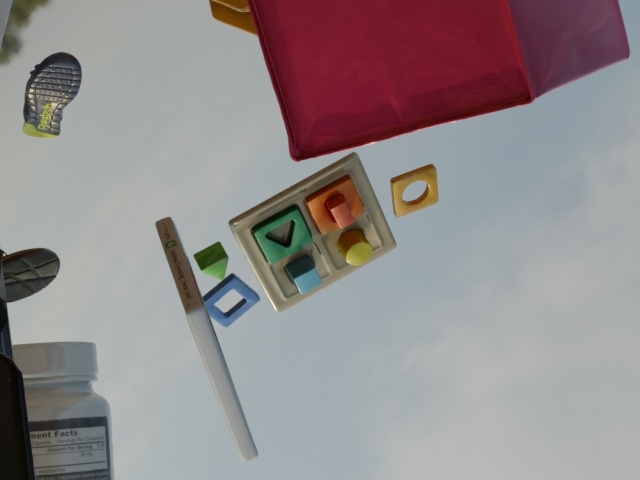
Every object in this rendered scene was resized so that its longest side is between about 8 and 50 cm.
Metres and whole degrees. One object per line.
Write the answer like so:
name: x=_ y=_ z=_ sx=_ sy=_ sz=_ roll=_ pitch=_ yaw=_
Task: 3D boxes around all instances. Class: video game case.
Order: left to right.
video game case: x=-0.124 y=0.106 z=1.524 sx=0.023 sy=0.212 sz=0.193 roll=-21 pitch=-147 yaw=-5

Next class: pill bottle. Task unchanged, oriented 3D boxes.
pill bottle: x=-0.415 y=0.340 z=2.118 sx=0.204 sy=0.204 sz=0.361 roll=-18 pitch=-106 yaw=61

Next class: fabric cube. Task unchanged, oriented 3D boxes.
fabric cube: x=0.102 y=-0.240 z=1.295 sx=0.259 sy=0.254 sz=0.258 roll=-11 pitch=-169 yaw=34

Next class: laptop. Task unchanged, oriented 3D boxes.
laptop: x=-0.230 y=0.134 z=1.058 sx=0.264 sy=0.137 sz=0.234 roll=-64 pitch=155 yaw=-66

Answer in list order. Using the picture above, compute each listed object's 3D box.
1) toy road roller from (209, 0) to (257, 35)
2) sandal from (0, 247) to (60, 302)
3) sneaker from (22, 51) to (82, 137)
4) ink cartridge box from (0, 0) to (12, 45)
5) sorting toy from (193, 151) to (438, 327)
toy road roller: x=-0.081 y=-0.330 z=1.501 sx=0.240 sy=0.330 sz=0.202 roll=-63 pitch=175 yaw=-78
sandal: x=-0.452 y=0.048 z=1.845 sx=0.219 sy=0.060 sz=0.090 roll=-19 pitch=147 yaw=-20
sneaker: x=-0.295 y=-0.168 z=1.517 sx=0.144 sy=0.053 sz=0.059 roll=132 pitch=-37 yaw=-54
ink cartridge box: x=-0.497 y=-0.356 z=1.604 sx=0.131 sy=0.306 sz=0.226 roll=-21 pitch=-135 yaw=26
sorting toy: x=0.000 y=0.000 z=1.749 sx=0.348 sy=0.196 sz=0.047 roll=-29 pitch=-134 yaw=-4
